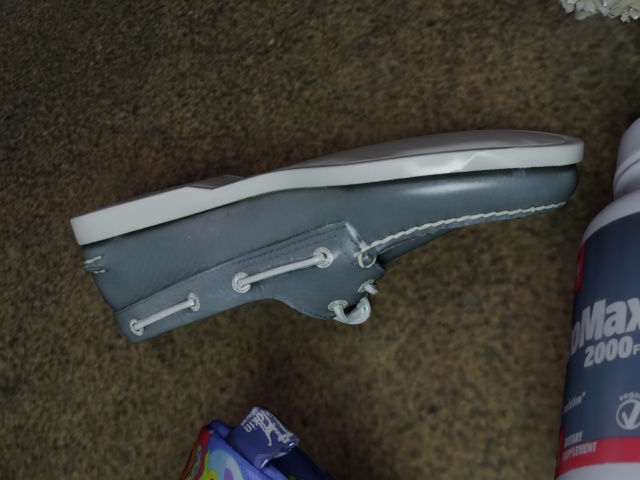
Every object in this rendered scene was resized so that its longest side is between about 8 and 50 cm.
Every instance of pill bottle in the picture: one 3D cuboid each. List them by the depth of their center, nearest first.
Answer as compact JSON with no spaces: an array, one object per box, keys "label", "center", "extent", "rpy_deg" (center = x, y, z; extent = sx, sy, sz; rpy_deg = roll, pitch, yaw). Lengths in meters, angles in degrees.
[{"label":"pill bottle","center":[0.160,0.036,0.367],"extent":[0.107,0.108,0.180],"rpy_deg":[-4,57,32]}]

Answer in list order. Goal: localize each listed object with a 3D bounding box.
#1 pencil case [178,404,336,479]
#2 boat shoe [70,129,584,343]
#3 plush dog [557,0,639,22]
[{"label":"pencil case","center":[-0.070,0.227,0.379],"extent":[0.306,0.119,0.133],"rpy_deg":[-59,26,-12]},{"label":"boat shoe","center":[0.000,0.000,0.529],"extent":[0.319,0.116,0.099],"rpy_deg":[-9,99,21]},{"label":"plush dog","center":[0.245,-0.138,0.344],"extent":[0.262,0.211,0.225],"rpy_deg":[-16,70,-13]}]
